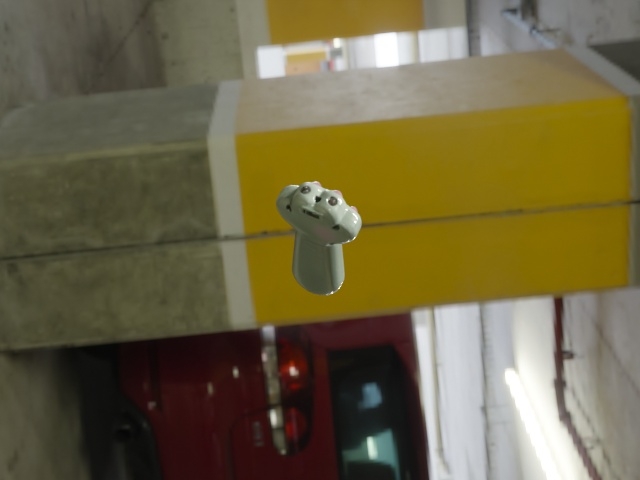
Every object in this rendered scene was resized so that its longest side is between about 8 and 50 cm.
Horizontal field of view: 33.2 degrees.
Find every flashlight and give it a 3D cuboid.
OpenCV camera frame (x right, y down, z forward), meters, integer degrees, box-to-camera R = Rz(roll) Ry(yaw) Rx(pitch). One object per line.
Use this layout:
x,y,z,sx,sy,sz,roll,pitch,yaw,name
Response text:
0.000,0.000,1.183,0.200,0.093,0.047,89,26,-61,flashlight
